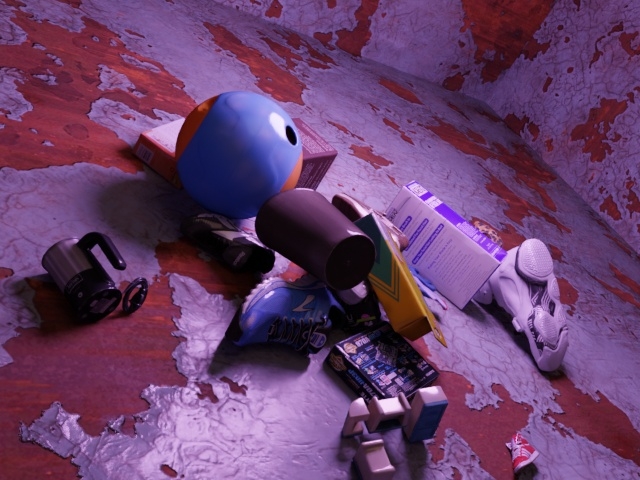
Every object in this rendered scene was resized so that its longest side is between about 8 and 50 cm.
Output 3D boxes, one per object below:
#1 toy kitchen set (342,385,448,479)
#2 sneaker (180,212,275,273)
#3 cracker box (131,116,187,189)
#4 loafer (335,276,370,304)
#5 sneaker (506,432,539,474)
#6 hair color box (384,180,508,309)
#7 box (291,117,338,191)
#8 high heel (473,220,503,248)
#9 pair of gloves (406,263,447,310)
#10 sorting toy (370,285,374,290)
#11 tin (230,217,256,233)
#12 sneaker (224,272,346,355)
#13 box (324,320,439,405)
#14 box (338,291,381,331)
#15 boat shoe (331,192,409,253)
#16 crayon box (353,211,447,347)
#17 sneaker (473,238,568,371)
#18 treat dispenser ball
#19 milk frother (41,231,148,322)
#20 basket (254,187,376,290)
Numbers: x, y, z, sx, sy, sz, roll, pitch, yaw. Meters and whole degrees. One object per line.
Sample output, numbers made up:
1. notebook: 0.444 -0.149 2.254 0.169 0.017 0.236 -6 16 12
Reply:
1. toy kitchen set: 0.152 0.388 1.333 0.207 0.122 0.166 -4 42 -20
2. sneaker: -0.195 0.012 1.566 0.234 0.078 0.106 22 28 -25
3. cracker box: -0.342 -0.225 1.799 0.155 0.067 0.232 37 29 6
4. loafer: 0.041 0.066 1.667 0.112 0.111 0.319 46 13 -20
5. sneaker: 0.427 0.460 1.541 0.067 0.042 0.118 50 24 21
6. hair color box: 0.329 0.010 1.997 0.339 0.185 0.110 40 28 11
7. box: -0.095 -0.216 1.932 0.168 0.167 0.203 44 30 18
8. high heel: 0.491 0.009 2.255 0.186 0.093 0.261 22 38 -32
9. pair of gloves: 0.259 0.110 1.890 0.159 0.023 0.198 37 12 -20
10. sorting toy: 0.126 0.081 1.821 0.132 0.046 0.274 1 42 -45
11. tin: -0.188 -0.059 1.732 0.106 0.040 0.190 15 33 -22
12. sneaker: -0.053 0.156 1.434 0.147 0.130 0.330 43 29 23
13. box: 0.136 0.272 1.527 0.175 0.051 0.220 44 30 20
14. box: 0.086 0.160 1.599 0.052 0.083 0.062 -59 132 -62
15. boat shoe: 0.139 -0.046 1.961 0.095 0.095 0.257 -22 56 -38
16. crayon box: 0.177 0.110 1.631 0.319 0.081 0.202 64 9 21
17. sneaker: 0.563 0.192 2.015 0.137 0.210 0.366 5 74 -41
18. treat dispenser ball: -0.183 -0.191 1.611 0.288 0.288 0.288 25 29 -15
19. milk frother: -0.396 0.069 1.273 0.135 0.129 0.143 48 -12 24
20. basket: 0.000 0.000 1.513 0.204 0.154 0.227 -1 24 -35
